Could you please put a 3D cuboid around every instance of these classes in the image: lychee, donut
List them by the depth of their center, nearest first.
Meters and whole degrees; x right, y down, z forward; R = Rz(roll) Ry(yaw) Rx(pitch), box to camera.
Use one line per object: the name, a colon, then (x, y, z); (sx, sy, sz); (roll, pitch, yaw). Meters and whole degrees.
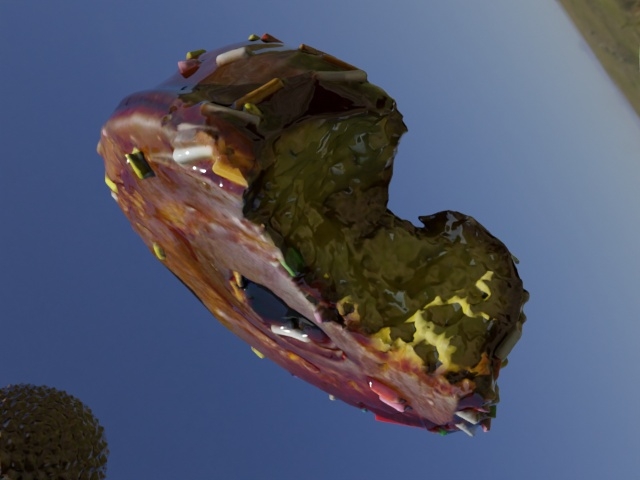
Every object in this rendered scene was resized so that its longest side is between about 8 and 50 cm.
donut: (-0.001, 0.000, 0.439); (0.230, 0.216, 0.096); (40, -109, -7)
lychee: (-0.488, 0.368, 1.434); (0.267, 0.267, 0.267); (43, -153, -28)

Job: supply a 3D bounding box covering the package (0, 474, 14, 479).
package: (-0.421, 0.368, 1.122); (0.165, 0.221, 0.311); (57, 171, 13)
